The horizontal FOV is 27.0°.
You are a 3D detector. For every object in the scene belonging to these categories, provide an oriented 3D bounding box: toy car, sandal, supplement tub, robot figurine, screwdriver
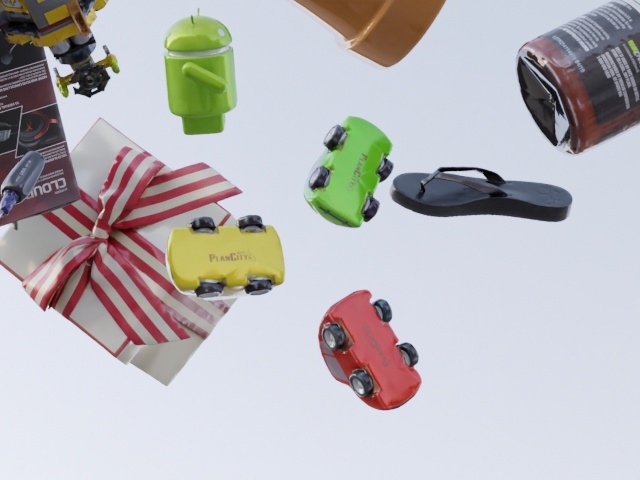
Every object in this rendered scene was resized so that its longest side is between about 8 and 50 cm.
[{"bbox_3d":[0.000,0.000,1.088,0.239,0.225,0.053,32,-31,-17],"label":"toy car"},{"bbox_3d":[0.221,-0.075,1.837,0.254,0.097,0.055,3,-60,-5],"label":"sandal"},{"bbox_3d":[0.268,-0.154,1.100,0.197,0.106,0.106,-26,-34,-8],"label":"supplement tub"},{"bbox_3d":[-0.113,-0.159,1.252,0.067,0.101,0.115,-3,-71,1],"label":"robot figurine"},{"bbox_3d":[-0.255,-0.011,1.047,0.025,0.170,0.024,38,-47,-22],"label":"screwdriver"}]

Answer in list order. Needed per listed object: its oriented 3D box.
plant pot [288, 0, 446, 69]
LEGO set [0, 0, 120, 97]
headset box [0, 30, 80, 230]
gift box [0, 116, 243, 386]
[{"bbox_3d":[0.045,-0.387,1.683,0.203,0.291,0.291,21,-32,-17],"label":"plant pot"},{"bbox_3d":[-0.252,-0.100,0.759,0.331,0.255,0.192,-32,-42,-10],"label":"LEGO set"},{"bbox_3d":[-0.380,-0.156,1.488,0.218,0.110,0.293,23,-52,55],"label":"headset box"},{"bbox_3d":[-0.221,0.020,1.689,0.276,0.255,0.258,31,-9,18],"label":"gift box"}]
